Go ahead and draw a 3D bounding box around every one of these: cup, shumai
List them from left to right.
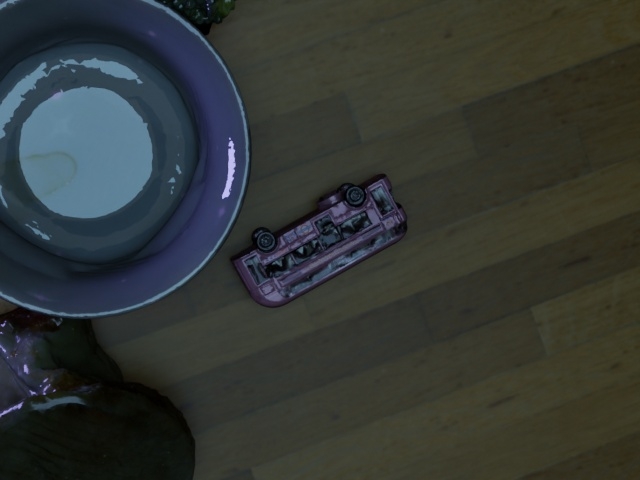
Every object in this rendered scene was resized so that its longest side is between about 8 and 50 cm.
[{"bbox_3d":[-0.262,0.192,1.621,0.222,0.203,0.271,-16,129,-5],"label":"shumai"},{"bbox_3d":[-0.254,-0.095,1.581,0.347,0.163,0.347,0,92,-8],"label":"cup"}]

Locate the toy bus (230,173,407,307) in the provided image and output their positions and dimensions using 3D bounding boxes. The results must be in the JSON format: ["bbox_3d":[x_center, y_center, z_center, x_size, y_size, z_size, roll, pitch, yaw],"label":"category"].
[{"bbox_3d":[0.000,0.000,1.670,0.203,0.063,0.090,-30,99,-4],"label":"toy bus"}]

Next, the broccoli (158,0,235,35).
[{"bbox_3d":[-0.122,-0.352,1.600,0.243,0.263,0.247,-22,130,-30],"label":"broccoli"}]
